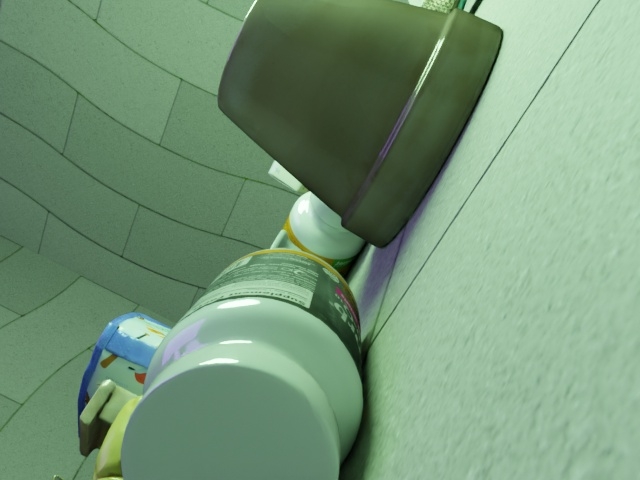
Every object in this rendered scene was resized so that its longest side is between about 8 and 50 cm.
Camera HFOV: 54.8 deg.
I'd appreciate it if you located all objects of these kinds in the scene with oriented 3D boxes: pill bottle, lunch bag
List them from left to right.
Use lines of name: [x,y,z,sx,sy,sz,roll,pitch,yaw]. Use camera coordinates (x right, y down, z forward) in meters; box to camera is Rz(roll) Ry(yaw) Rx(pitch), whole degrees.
lunch bag: [-0.263,0.305,1.162,0.385,0.328,0.238,117,178,-55]
pill bottle: [-0.046,0.108,0.498,0.162,0.162,0.278,-62,3,11]
pill bottle: [0.000,0.000,1.060,0.245,0.136,0.136,-61,3,47]

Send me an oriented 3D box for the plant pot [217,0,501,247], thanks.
plant pot: [0.031,-0.193,0.818,0.323,0.280,0.323,-63,1,1]

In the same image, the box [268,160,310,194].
box: [0.016,-0.150,1.382,0.275,0.094,0.113,9,-67,-57]

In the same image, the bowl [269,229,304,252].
bowl: [-0.066,0.144,0.922,0.297,0.134,0.298,-62,3,5]

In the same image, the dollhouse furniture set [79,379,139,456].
dollhouse furniture set: [-0.279,0.431,0.809,0.394,0.257,0.362,-64,2,-38]

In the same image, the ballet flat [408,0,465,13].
ballet flat: [0.257,-0.555,1.169,0.164,0.182,0.482,-65,3,-35]

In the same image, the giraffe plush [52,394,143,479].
giraffe plush: [-0.112,0.239,0.533,0.210,0.171,0.181,79,-157,-73]
